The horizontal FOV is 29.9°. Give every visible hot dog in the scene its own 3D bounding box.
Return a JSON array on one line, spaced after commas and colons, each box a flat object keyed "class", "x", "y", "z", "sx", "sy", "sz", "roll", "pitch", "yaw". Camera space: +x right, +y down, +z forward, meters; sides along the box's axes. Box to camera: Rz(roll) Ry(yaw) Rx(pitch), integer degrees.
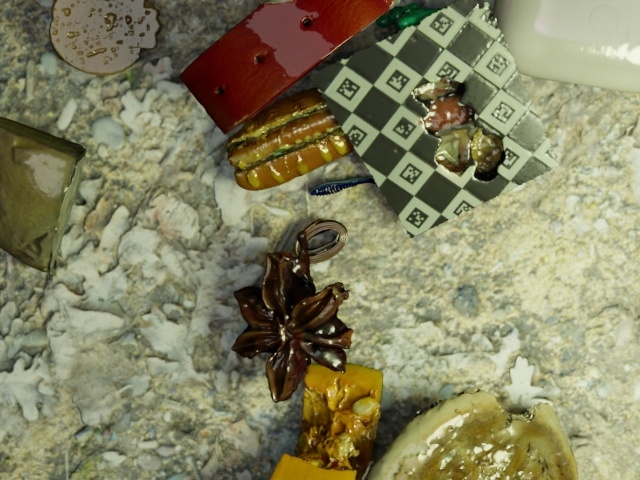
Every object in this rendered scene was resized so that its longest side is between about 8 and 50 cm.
[{"class": "hot dog", "x": -0.015, "y": -0.161, "z": 1.743, "sx": 0.269, "sy": 0.072, "sz": 0.115, "roll": -27, "pitch": 89, "yaw": 6}]

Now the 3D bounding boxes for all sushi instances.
[{"class": "sushi", "x": 0.169, "y": -0.180, "z": 1.704, "sx": 0.264, "sy": 0.050, "sz": 0.290, "roll": -26, "pitch": 112, "yaw": 12}]

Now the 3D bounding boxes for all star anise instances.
[{"class": "star anise", "x": -0.031, "y": 0.123, "z": 1.756, "sx": 0.220, "sy": 0.126, "sz": 0.190, "roll": -43, "pitch": 66, "yaw": 30}]

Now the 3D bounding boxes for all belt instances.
[{"class": "belt", "x": 0.000, "y": 0.000, "z": 1.783, "sx": 0.083, "sy": 0.036, "sz": 0.059, "roll": -26, "pitch": 96, "yaw": 5}, {"class": "belt", "x": -0.038, "y": -0.284, "z": 1.644, "sx": 0.324, "sy": 0.227, "sz": 0.115, "roll": -36, "pitch": 98, "yaw": 12}]

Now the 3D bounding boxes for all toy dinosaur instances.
[{"class": "toy dinosaur", "x": 0.139, "y": -0.311, "z": 1.697, "sx": 0.096, "sy": 0.132, "sz": 0.059, "roll": -8, "pitch": 104, "yaw": 49}]

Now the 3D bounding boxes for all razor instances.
[{"class": "razor", "x": 0.062, "y": -0.080, "z": 1.774, "sx": 0.154, "sy": 0.044, "sz": 0.028, "roll": -2, "pitch": 69, "yaw": 5}]

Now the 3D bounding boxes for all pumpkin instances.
[{"class": "pumpkin", "x": 0.000, "y": 0.334, "z": 1.750, "sx": 0.139, "sy": 0.190, "sz": 0.281, "roll": 8, "pitch": 102, "yaw": 19}]

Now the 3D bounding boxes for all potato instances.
[{"class": "potato", "x": -0.476, "y": -0.079, "z": 1.709, "sx": 0.264, "sy": 0.189, "sz": 0.211, "roll": 23, "pitch": 99, "yaw": -2}]

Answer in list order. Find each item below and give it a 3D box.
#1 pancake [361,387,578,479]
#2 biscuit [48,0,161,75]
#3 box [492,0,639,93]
[{"class": "pancake", "x": 0.227, "y": 0.393, "z": 1.761, "sx": 0.382, "sy": 0.071, "sz": 0.382, "roll": -5, "pitch": 103, "yaw": -23}, {"class": "biscuit", "x": -0.310, "y": -0.322, "z": 1.738, "sx": 0.170, "sy": 0.050, "sz": 0.170, "roll": -1, "pitch": 102, "yaw": -6}, {"class": "box", "x": 0.396, "y": -0.387, "z": 1.654, "sx": 0.288, "sy": 0.141, "sz": 0.349, "roll": 9, "pitch": 99, "yaw": 3}]
